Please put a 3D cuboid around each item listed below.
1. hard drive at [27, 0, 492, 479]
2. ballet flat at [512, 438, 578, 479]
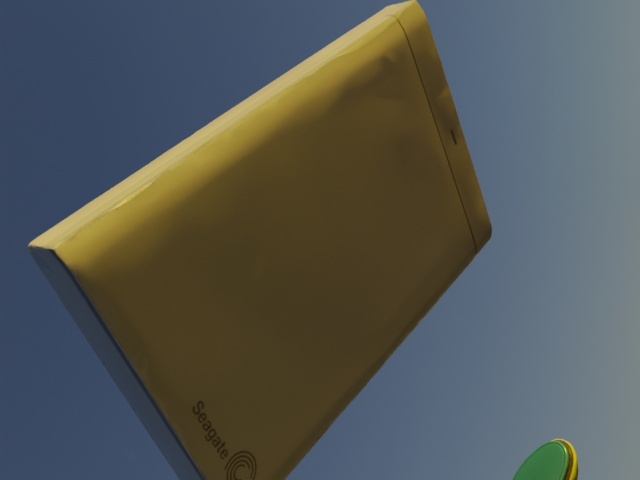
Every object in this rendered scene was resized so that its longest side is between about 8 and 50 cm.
[{"bbox_3d":[0.000,0.000,0.514,0.353,0.047,0.233,-42,-59,-33],"label":"hard drive"},{"bbox_3d":[0.265,0.354,0.873,0.077,0.077,0.231,27,-83,-26],"label":"ballet flat"}]
